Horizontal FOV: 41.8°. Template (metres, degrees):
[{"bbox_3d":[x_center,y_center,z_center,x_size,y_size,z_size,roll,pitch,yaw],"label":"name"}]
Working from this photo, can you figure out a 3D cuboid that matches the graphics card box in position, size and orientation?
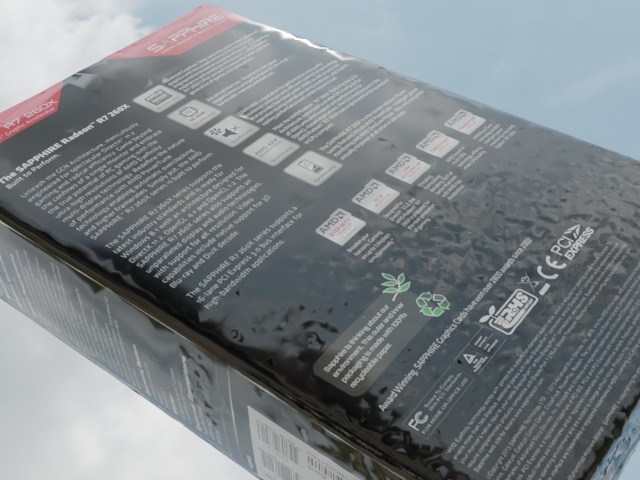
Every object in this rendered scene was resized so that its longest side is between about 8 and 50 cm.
[{"bbox_3d":[0.000,0.000,0.447,0.371,0.233,0.094,25,-42,28],"label":"graphics card box"}]
